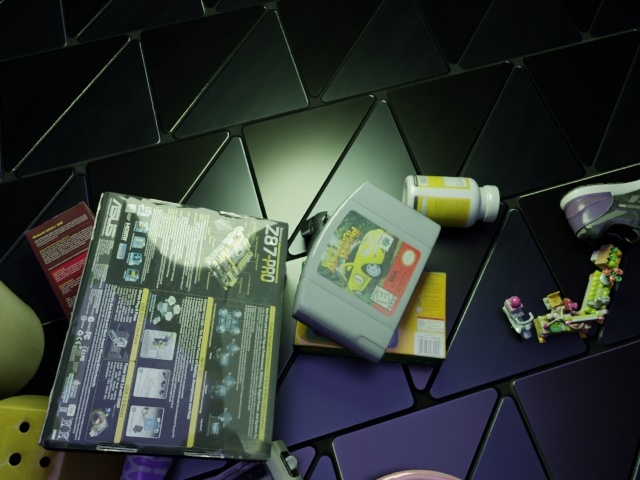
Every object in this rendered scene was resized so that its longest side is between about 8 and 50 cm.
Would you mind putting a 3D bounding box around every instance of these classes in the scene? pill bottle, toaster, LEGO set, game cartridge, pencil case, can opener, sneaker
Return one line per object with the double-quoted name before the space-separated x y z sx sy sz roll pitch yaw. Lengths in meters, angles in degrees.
"pill bottle" 0.264 -0.079 1.084 0.184 0.103 0.103 3 67 2
"toaster" -0.102 0.439 0.858 0.186 0.110 0.168 -27 68 -11
"LEGO set" 0.501 0.104 1.002 0.287 0.107 0.132 -27 69 -11
"game cartridge" 0.079 0.043 0.944 0.196 0.060 0.294 29 68 -2
"pencil case" -0.300 0.453 0.869 0.088 0.086 0.206 21 65 -30
"can opener" 0.000 0.000 1.038 0.073 0.186 0.059 -36 113 19
"sneaker" 0.647 -0.053 1.069 0.283 0.107 0.124 -11 59 6

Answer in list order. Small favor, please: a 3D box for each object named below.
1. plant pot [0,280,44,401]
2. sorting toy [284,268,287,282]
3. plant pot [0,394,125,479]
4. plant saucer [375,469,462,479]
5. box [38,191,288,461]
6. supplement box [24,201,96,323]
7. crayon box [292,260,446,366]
"plant pot" -0.640 0.158 0.875 0.334 0.305 0.333 0 66 0
"sorting toy" -0.231 0.113 0.992 0.366 0.126 0.127 -27 69 -10
"plant pot" -0.446 0.355 0.854 0.212 0.187 0.212 4 66 3
"plant saucer" 0.161 0.540 0.828 0.332 0.084 0.332 0 66 1
"box" -0.223 0.134 0.843 0.318 0.097 0.394 8 65 -12
"supplement box" -0.466 0.055 1.045 0.130 0.073 0.239 -31 71 -13
"crayon box" 0.094 0.138 1.003 0.279 0.081 0.165 5 66 3
